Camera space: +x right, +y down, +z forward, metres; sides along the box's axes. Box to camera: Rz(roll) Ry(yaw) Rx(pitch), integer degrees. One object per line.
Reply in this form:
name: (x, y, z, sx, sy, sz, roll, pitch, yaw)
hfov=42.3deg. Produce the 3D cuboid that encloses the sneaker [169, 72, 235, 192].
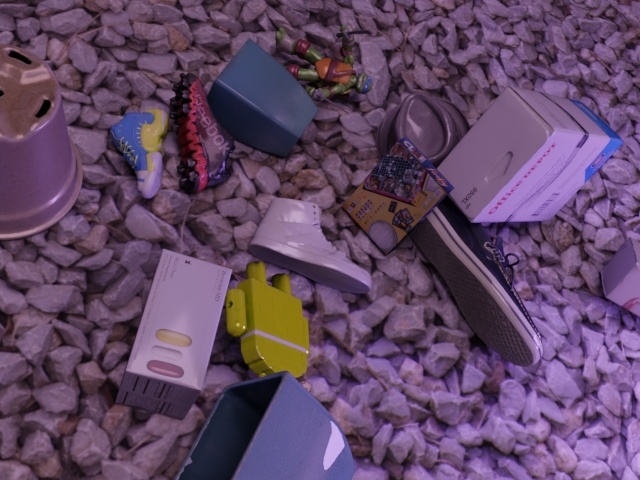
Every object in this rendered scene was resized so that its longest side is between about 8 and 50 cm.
sneaker: (-0.268, -0.249, 1.910, 0.135, 0.098, 0.276, -7, 88, -32)

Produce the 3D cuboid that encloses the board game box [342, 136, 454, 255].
board game box: (0.176, -0.101, 1.926, 0.165, 0.243, 0.042, 49, 41, 9)

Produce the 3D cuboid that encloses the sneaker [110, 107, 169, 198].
sneaker: (-0.417, -0.198, 1.872, 0.126, 0.091, 0.240, 5, 54, -4)

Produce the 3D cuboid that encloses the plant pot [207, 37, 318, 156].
plant pot: (-0.138, -0.324, 1.988, 0.234, 0.165, 0.165, 34, 58, -7)

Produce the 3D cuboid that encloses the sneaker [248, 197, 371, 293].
sneaker: (0.000, 0.000, 1.892, 0.293, 0.108, 0.169, 23, 61, -5)

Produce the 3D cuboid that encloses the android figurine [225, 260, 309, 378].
android figurine: (-0.102, 0.184, 1.721, 0.248, 0.056, 0.272, 27, 48, -48)

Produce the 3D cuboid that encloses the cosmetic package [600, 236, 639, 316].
cosmetic package: (0.873, 0.138, 2.087, 0.296, 0.129, 0.153, 31, 30, -2)

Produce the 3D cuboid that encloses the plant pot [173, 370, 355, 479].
plant pot: (-0.085, 0.431, 1.565, 0.252, 0.248, 0.247, 41, 56, -18)

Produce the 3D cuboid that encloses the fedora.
fedora: (0.255, -0.270, 2.064, 0.244, 0.124, 0.275, -8, 67, 9)

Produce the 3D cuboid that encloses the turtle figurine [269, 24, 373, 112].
turtle figurine: (0.000, -0.449, 2.054, 0.266, 0.197, 0.275, 17, 15, 9)

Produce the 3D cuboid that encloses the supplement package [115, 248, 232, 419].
supplement package: (-0.289, 0.188, 1.634, 0.145, 0.204, 0.261, 17, 59, -11)

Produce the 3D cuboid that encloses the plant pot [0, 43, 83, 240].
plant pot: (-0.643, -0.215, 1.662, 0.334, 0.305, 0.333, 8, 62, -15)

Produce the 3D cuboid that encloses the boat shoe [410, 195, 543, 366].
boat shoe: (0.379, 0.066, 1.950, 0.156, 0.187, 0.500, -24, 68, -22)

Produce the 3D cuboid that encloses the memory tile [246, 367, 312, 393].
memory tile: (-0.095, 0.329, 1.742, 0.148, 0.012, 0.113, 20, 59, -8)

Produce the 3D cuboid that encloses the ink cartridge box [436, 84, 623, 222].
ink cartridge box: (0.498, -0.195, 1.971, 0.395, 0.285, 0.166, -2, 48, -50)

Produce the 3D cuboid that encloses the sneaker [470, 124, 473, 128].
sneaker: (0.492, -0.283, 2.168, 0.410, 0.182, 0.158, -16, 69, -23)
